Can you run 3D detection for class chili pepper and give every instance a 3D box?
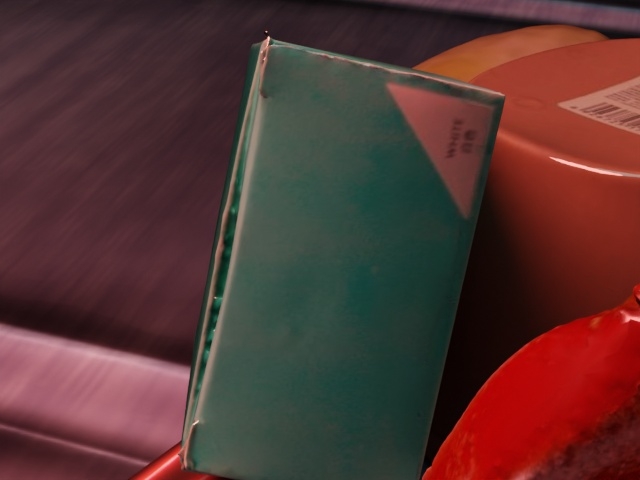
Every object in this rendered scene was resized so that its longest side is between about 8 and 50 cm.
[{"bbox_3d":[0.101,0.108,0.610,0.144,0.253,0.136,14,46,12],"label":"chili pepper"}]

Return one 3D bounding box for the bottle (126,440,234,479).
[{"bbox_3d":[-0.075,0.141,0.752,0.060,0.060,0.164,16,30,30],"label":"bottle"}]

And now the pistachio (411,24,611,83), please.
[{"bbox_3d":[0.142,-0.065,1.062,0.197,0.166,0.288,28,42,32],"label":"pistachio"}]

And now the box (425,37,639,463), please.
[{"bbox_3d":[0.194,0.015,0.838,0.301,0.216,0.301,-2,26,1],"label":"box"}]

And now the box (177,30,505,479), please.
[{"bbox_3d":[0.000,0.000,0.771,0.118,0.205,0.311,9,6,-4],"label":"box"}]
